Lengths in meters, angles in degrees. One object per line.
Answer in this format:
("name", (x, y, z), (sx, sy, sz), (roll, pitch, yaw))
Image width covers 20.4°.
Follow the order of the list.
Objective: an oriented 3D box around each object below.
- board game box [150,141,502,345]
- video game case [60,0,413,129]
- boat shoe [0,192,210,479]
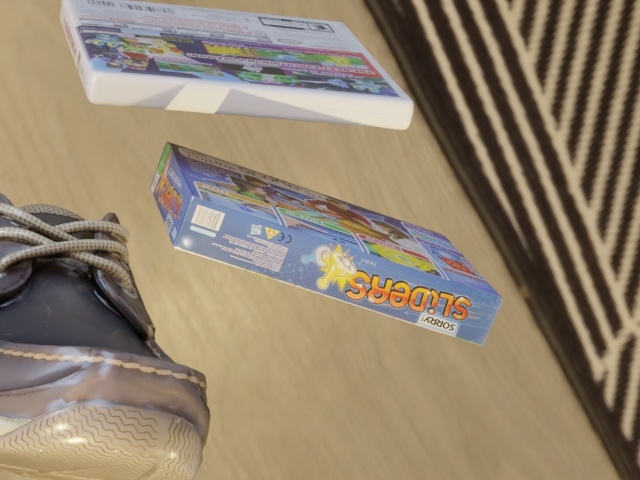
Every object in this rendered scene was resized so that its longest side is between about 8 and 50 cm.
("board game box", (0.000, 0.000, 1.098), (0.201, 0.136, 0.035), (18, 102, -15))
("video game case", (-0.060, -0.116, 1.147), (0.201, 0.183, 0.023), (4, 111, -16))
("boat shoe", (-0.156, 0.039, 0.858), (0.132, 0.355, 0.130), (16, 84, -31))
